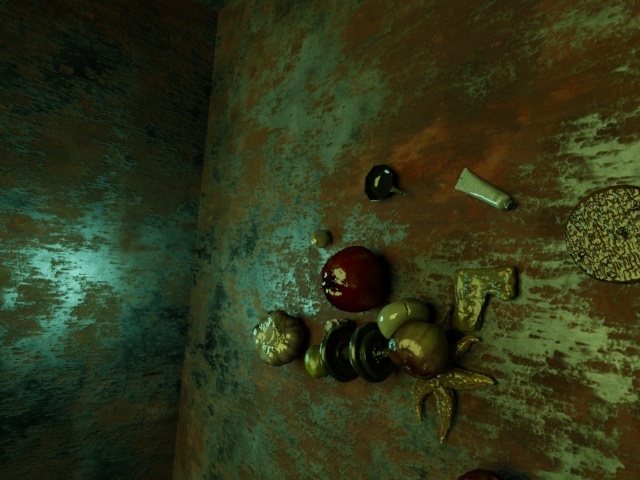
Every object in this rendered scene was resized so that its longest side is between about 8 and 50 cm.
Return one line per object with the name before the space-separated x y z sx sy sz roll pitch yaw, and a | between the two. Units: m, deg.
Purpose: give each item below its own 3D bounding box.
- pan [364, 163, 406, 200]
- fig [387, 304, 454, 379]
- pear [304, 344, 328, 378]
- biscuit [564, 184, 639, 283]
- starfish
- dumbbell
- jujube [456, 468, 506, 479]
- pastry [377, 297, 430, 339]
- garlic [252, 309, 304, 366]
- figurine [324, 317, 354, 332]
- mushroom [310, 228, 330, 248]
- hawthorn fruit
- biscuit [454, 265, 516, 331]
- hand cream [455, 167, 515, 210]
pan | 0.226 -0.172 1.416 0.128 0.048 0.201 -56 43 33
fig | 0.293 0.265 1.124 0.160 0.143 0.230 35 89 36
pear | -0.006 0.459 1.573 0.107 0.107 0.131 -37 45 44
biscuit | 0.626 -0.013 0.871 0.212 0.036 0.211 -15 71 51
starfish | 0.345 0.389 1.160 0.302 0.060 0.298 -46 48 38
dumbbell | 0.122 0.366 1.347 0.290 0.192 0.191 -21 68 50
jujube | 0.369 0.676 0.971 0.197 0.198 0.289 42 132 48
pastry | 0.248 0.231 1.234 0.156 0.157 0.091 -56 43 31
garlic | -0.167 0.418 1.759 0.245 0.161 0.244 -14 63 31
figurine | 0.070 0.315 1.481 0.054 0.129 0.072 29 103 38
mushroom | 0.000 0.000 1.679 0.079 0.085 0.085 88 163 -55
hawthorn fruit | 0.095 0.133 1.372 0.211 0.266 0.229 13 99 35
biscuit | 0.436 0.152 1.094 0.184 0.039 0.173 -16 70 52
hand cream | 0.448 -0.135 1.130 0.194 0.042 0.067 51 131 50
